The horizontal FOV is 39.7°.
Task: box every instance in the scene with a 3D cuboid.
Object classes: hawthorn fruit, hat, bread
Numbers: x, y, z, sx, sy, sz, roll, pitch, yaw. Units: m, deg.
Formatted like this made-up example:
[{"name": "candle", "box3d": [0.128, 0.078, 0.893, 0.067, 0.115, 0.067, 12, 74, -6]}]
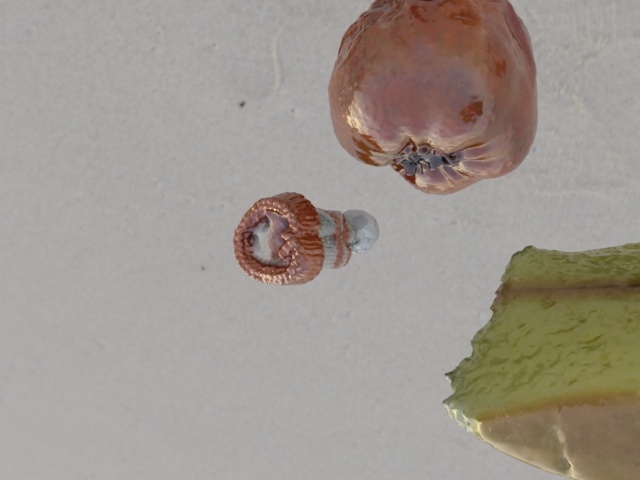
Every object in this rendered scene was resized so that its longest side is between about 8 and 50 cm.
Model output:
[{"name": "hawthorn fruit", "box3d": [0.110, -0.178, 0.854, 0.207, 0.243, 0.207, 6, 163, 2]}, {"name": "hat", "box3d": [0.000, 0.000, 0.920, 0.112, 0.162, 0.094, 10, 94, 43]}, {"name": "bread", "box3d": [0.284, 0.117, 0.529, 0.361, 0.233, 0.245, -8, 110, 36]}]
